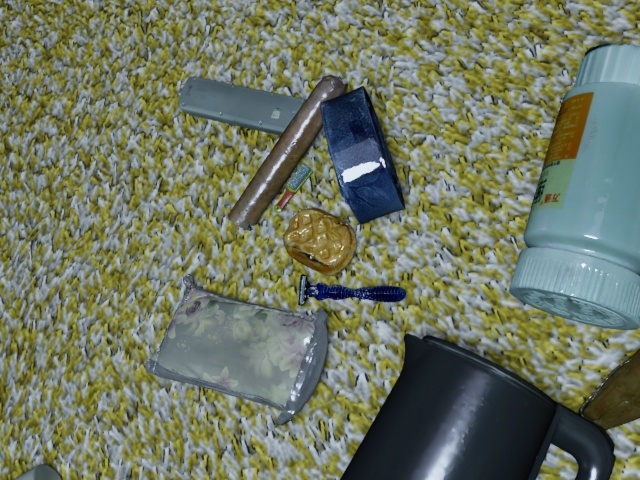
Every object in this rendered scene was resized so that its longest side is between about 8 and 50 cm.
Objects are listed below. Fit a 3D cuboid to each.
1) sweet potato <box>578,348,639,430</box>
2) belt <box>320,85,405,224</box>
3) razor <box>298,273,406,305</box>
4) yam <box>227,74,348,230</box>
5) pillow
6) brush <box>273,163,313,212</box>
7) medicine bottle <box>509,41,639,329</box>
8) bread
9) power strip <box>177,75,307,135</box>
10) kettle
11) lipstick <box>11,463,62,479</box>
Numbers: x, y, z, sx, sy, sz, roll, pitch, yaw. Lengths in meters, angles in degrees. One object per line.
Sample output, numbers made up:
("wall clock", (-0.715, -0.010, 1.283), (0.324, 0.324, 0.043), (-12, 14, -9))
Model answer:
("sweet potato", (0.422, 0.122, 0.904), (0.286, 0.085, 0.112), (-54, 32, 9))
("belt", (0.054, -0.118, 1.050), (0.082, 0.141, 0.190), (-19, 69, 10))
("razor", (0.045, 0.071, 1.060), (0.154, 0.028, 0.044), (1, 83, 19))
("yam", (-0.047, -0.130, 1.120), (0.046, 0.046, 0.264), (37, 97, 23))
("pillow", (-0.111, 0.149, 1.074), (0.255, 0.059, 0.169), (14, 79, 22))
("brush", (-0.044, -0.077, 1.134), (0.018, 0.021, 0.083), (37, 89, 18))
("medicine bottle", (0.347, -0.066, 0.931), (0.158, 0.158, 0.318), (16, 81, 21))
("bread", (0.000, 0.000, 1.087), (0.110, 0.044, 0.083), (28, 84, 25))
("power strip", (-0.110, -0.207, 1.189), (0.252, 0.027, 0.060), (16, 79, 21))
("kettle", (0.153, 0.293, 0.868), (0.262, 0.203, 0.308), (23, 80, 35))
("lipstick", (-0.496, 0.417, 1.115), (0.254, 0.070, 0.070), (-32, 68, 8))
